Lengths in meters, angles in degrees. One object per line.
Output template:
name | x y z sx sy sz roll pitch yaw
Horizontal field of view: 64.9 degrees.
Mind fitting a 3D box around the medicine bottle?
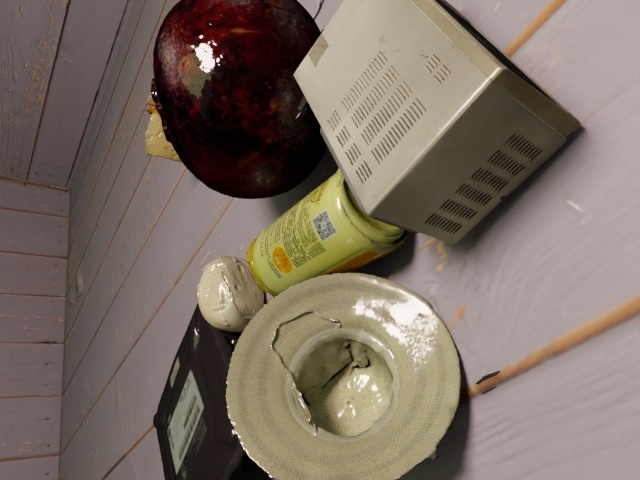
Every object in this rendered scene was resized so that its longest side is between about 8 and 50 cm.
medicine bottle | 0.000 0.000 0.660 0.239 0.124 0.124 -35 55 48

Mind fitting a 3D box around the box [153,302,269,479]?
box | -0.204 0.328 0.899 0.350 0.091 0.359 50 123 48

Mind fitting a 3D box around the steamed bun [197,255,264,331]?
steamed bun | -0.154 0.097 0.860 0.091 0.112 0.130 -31 66 25

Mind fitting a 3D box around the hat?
hat | 0.030 0.168 0.570 0.110 0.252 0.252 74 175 -52

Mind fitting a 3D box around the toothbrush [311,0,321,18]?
toothbrush | -0.011 -0.390 0.858 0.131 0.013 0.011 -53 33 36

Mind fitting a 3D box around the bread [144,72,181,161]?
bread | -0.305 -0.305 1.120 0.135 0.178 0.240 50 125 47

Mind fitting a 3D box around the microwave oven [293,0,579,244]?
microwave oven | 0.096 -0.139 0.518 0.194 0.145 0.240 -51 44 31

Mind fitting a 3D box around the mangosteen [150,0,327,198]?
mangosteen | -0.089 -0.214 0.721 0.297 0.293 0.297 50 162 23
